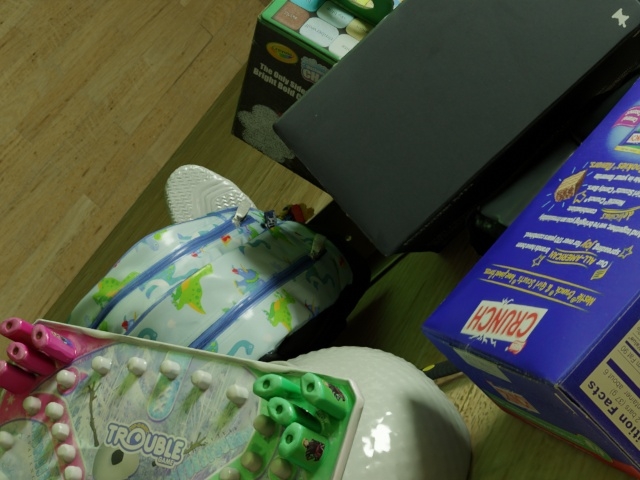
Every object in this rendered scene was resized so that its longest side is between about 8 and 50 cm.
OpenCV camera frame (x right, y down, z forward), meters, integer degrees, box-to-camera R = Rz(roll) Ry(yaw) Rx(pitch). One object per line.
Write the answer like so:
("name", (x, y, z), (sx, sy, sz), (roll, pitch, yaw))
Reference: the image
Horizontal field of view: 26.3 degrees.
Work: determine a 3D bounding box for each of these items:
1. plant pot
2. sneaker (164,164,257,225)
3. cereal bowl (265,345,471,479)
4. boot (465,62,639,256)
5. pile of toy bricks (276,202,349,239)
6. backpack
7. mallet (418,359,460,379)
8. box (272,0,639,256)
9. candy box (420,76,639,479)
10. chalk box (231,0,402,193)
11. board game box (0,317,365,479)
("plant pot", (0.044, -0.008, 1.723), (0.109, 0.109, 0.096), (-42, 2, 14))
("sneaker", (-0.107, 0.021, 1.736), (0.101, 0.268, 0.153), (-43, 8, -11))
("cereal bowl", (-0.044, 0.211, 1.195), (0.339, 0.141, 0.339), (-36, 18, 13))
("boot", (0.249, -0.060, 1.277), (0.207, 0.094, 0.246), (-46, 7, -15))
("pile of toy bricks", (0.000, 0.000, 1.863), (0.105, 0.118, 0.212), (-19, -7, -9))
("backpack", (-0.116, 0.098, 1.484), (0.290, 0.273, 0.355), (-39, 11, 17))
("mallet", (0.087, 0.140, 1.321), (0.189, 0.039, 0.062), (-19, 28, 53))
("box", (0.164, -0.160, 1.426), (0.343, 0.179, 0.312), (-43, -8, 10))
("candy box", (0.254, 0.006, 1.031), (0.317, 0.122, 0.268), (-46, 15, -7))
("chalk box", (0.027, -0.230, 1.696), (0.179, 0.180, 0.289), (-52, -10, -36))
("board game box", (-0.185, 0.264, 1.100), (0.389, 0.050, 0.390), (7, 72, 38))
